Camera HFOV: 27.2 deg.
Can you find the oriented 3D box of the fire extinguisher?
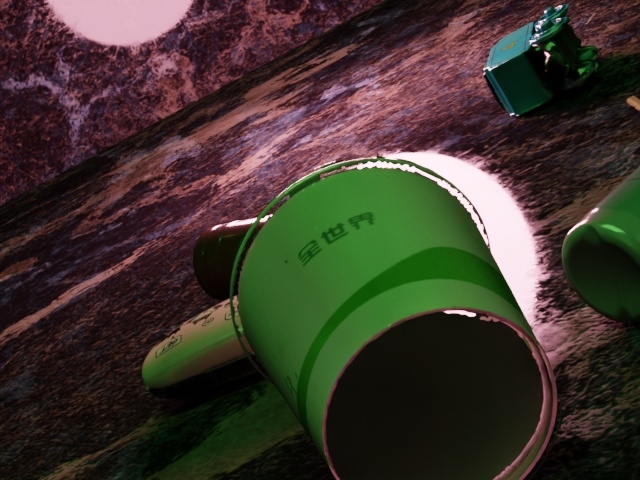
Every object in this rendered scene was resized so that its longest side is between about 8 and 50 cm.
[{"bbox_3d":[0.000,0.000,1.649,0.344,0.102,0.138,-10,22,41],"label":"fire extinguisher"}]

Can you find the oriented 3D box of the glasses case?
[{"bbox_3d":[-0.060,0.096,1.505,0.314,0.075,0.122,-23,21,11],"label":"glasses case"}]

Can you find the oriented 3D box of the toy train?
[{"bbox_3d":[0.323,-0.265,1.950,0.154,0.107,0.198,-27,15,24],"label":"toy train"}]

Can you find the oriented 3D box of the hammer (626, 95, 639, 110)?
[{"bbox_3d":[0.402,-0.170,1.650,0.028,0.060,0.195,-25,13,6],"label":"hammer"}]

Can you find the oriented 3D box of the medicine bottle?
[{"bbox_3d":[0.373,-0.058,1.268,0.352,0.110,0.110,-38,21,-31],"label":"medicine bottle"}]

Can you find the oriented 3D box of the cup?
[{"bbox_3d":[0.065,0.084,1.117,0.253,0.253,0.274,-27,24,-2],"label":"cup"}]
